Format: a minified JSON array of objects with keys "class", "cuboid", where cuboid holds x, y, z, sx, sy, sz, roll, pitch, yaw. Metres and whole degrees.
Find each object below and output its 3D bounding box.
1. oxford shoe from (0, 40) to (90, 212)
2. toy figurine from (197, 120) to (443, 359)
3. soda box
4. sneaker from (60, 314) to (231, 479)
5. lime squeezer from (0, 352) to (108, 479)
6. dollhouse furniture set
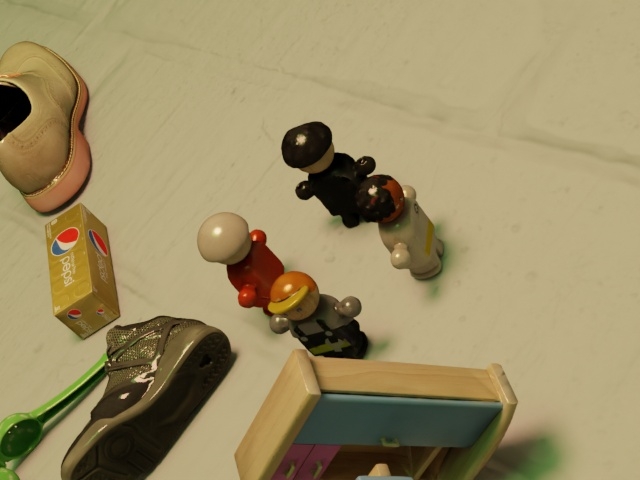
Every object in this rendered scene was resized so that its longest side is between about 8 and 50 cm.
[{"class":"oxford shoe","cuboid":[-0.438,-0.211,1.763,0.140,0.146,0.397,-37,40,6]},{"class":"toy figurine","cuboid":[0.000,0.000,1.232,0.213,0.148,0.209,-45,40,-5]},{"class":"soda box","cuboid":[-0.304,0.036,1.506,0.061,0.058,0.181,-32,41,10]},{"class":"sneaker","cuboid":[-0.210,0.172,1.293,0.130,0.087,0.227,19,64,48]},{"class":"lime squeezer","cuboid":[-0.331,0.262,1.343,0.110,0.059,0.310,12,56,9]},{"class":"dollhouse furniture set","cuboid":[0.059,0.279,0.925,0.286,0.198,0.303,-62,33,36]}]
